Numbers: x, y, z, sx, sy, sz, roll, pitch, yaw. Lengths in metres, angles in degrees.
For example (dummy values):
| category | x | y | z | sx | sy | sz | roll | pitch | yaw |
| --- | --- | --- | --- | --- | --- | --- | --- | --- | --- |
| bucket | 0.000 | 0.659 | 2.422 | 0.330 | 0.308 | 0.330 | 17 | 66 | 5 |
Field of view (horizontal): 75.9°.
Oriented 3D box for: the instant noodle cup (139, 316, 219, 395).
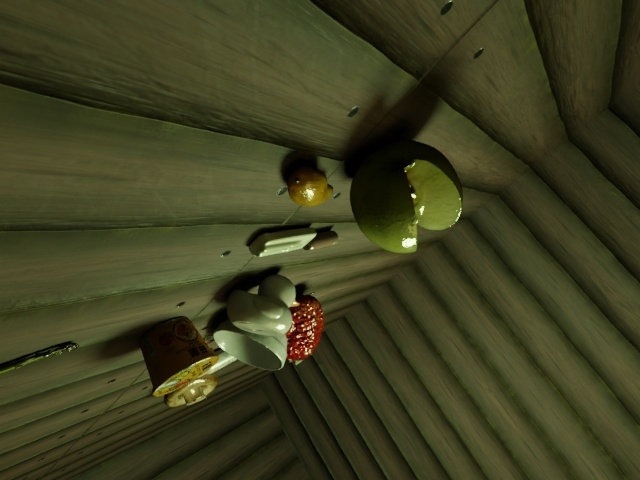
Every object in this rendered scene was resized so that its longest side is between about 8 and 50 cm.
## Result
| category | x | y | z | sx | sy | sz | roll | pitch | yaw |
| --- | --- | --- | --- | --- | --- | --- | --- | --- | --- |
| instant noodle cup | -0.452 | 0.354 | 1.283 | 0.216 | 0.172 | 0.215 | -31 | 162 | -11 |

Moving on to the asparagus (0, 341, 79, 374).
| category | x | y | z | sx | sy | sz | roll | pitch | yaw |
| --- | --- | --- | --- | --- | --- | --- | --- | --- | --- |
| asparagus | -0.688 | 0.283 | 0.934 | 0.249 | 0.024 | 0.025 | -18 | -161 | -41 |

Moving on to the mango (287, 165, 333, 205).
| category | x | y | z | sx | sy | sz | roll | pitch | yaw |
| --- | --- | --- | --- | --- | --- | --- | --- | --- | --- |
| mango | -0.025 | -0.123 | 0.962 | 0.098 | 0.075 | 0.190 | -29 | 170 | 11 |

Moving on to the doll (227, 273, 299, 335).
| category | x | y | z | sx | sy | sz | roll | pitch | yaw |
| --- | --- | --- | --- | --- | --- | --- | --- | --- | --- |
| doll | -0.186 | 0.208 | 1.392 | 0.251 | 0.221 | 0.221 | 17 | 136 | -23 |

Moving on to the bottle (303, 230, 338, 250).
| category | x | y | z | sx | sy | sz | roll | pitch | yaw |
| --- | --- | --- | --- | --- | --- | --- | --- | --- | --- |
| bottle | 0.000 | 0.000 | 1.349 | 0.140 | 0.053 | 0.053 | -12 | 152 | -48 |

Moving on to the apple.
| category | x | y | z | sx | sy | sz | roll | pitch | yaw |
| --- | --- | --- | --- | --- | --- | --- | --- | --- | --- |
| apple | 0.219 | -0.116 | 1.069 | 0.292 | 0.292 | 0.254 | -31 | 139 | -9 |

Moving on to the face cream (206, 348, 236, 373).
| category | x | y | z | sx | sy | sz | roll | pitch | yaw |
| --- | --- | --- | --- | --- | --- | --- | --- | --- | --- |
| face cream | -0.463 | 0.546 | 1.892 | 0.269 | 0.082 | 0.082 | -22 | 159 | -40 |

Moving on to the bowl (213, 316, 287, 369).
| category | x | y | z | sx | sy | sz | roll | pitch | yaw |
| --- | --- | --- | --- | --- | --- | --- | --- | --- | --- |
| bowl | -0.250 | 0.364 | 1.573 | 0.287 | 0.287 | 0.143 | 120 | -5 | -54 |

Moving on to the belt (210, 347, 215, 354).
| category | x | y | z | sx | sy | sz | roll | pitch | yaw |
| --- | --- | --- | --- | --- | --- | --- | --- | --- | --- |
| belt | -0.504 | 0.506 | 1.806 | 0.059 | 0.036 | 0.083 | -41 | 161 | 25 |

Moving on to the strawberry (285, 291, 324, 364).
| category | x | y | z | sx | sy | sz | roll | pitch | yaw |
| --- | --- | --- | --- | --- | --- | --- | --- | --- | --- |
| strawberry | -0.099 | 0.372 | 1.854 | 0.343 | 0.292 | 0.292 | -56 | 155 | 18 |

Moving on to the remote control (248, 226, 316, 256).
| category | x | y | z | sx | sy | sz | roll | pitch | yaw |
| --- | --- | --- | --- | --- | --- | --- | --- | --- | --- |
| remote control | -0.104 | 0.007 | 1.192 | 0.090 | 0.049 | 0.230 | -43 | 162 | 32 |

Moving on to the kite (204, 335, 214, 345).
| category | x | y | z | sx | sy | sz | roll | pitch | yaw |
| --- | --- | --- | --- | --- | --- | --- | --- | --- | --- |
| kite | -0.474 | 0.425 | 1.692 | 0.159 | 0.010 | 0.190 | -18 | 155 | -40 |

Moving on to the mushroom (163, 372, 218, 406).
| category | x | y | z | sx | sy | sz | roll | pitch | yaw |
| --- | --- | --- | --- | --- | --- | --- | --- | --- | --- |
| mushroom | -0.612 | 0.690 | 1.919 | 0.278 | 0.146 | 0.278 | -24 | 155 | -12 |
